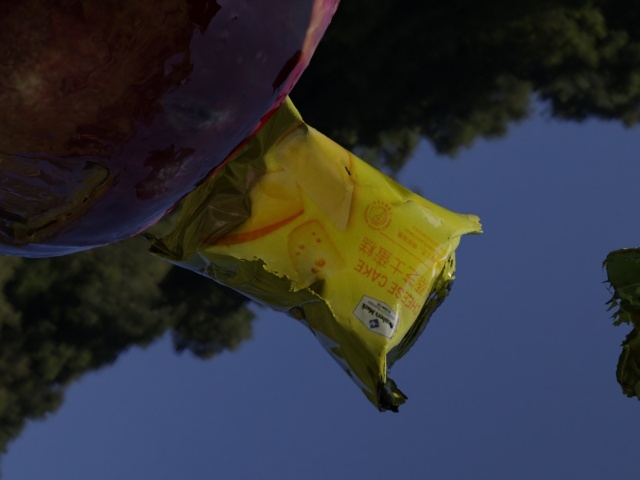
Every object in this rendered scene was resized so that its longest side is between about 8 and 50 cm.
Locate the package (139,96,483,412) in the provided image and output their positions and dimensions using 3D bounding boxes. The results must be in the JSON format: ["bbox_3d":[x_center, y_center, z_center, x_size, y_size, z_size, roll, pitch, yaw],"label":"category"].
[{"bbox_3d":[0.000,0.000,1.015,0.168,0.226,0.090,-61,-169,-14],"label":"package"}]

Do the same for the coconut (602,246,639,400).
[{"bbox_3d":[0.263,0.071,1.029,0.055,0.158,0.133,-24,159,-27],"label":"coconut"}]

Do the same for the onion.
[{"bbox_3d":[-0.094,-0.140,0.603,0.230,0.272,0.256,-37,-122,30],"label":"onion"}]
